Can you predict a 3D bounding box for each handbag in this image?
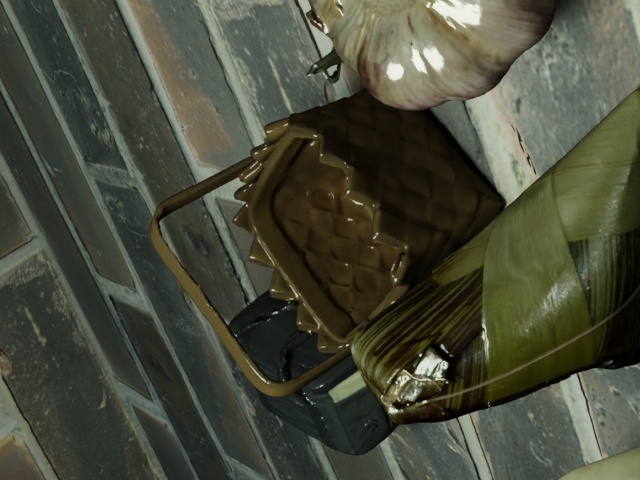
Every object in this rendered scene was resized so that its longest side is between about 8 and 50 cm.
[{"bbox_3d":[0.000,0.168,1.729,0.254,0.181,0.181,26,149,46],"label":"handbag"}]

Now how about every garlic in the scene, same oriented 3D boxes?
[{"bbox_3d":[0.105,-0.238,1.072,0.245,0.160,0.245,10,105,39],"label":"garlic"}]

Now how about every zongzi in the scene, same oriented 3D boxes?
[{"bbox_3d":[0.168,0.014,1.129,0.154,0.289,0.317,-125,22,-47],"label":"zongzi"}]

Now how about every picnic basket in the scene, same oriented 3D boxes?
[{"bbox_3d":[0.000,0.000,1.367,0.254,0.321,0.291,54,153,12],"label":"picnic basket"}]

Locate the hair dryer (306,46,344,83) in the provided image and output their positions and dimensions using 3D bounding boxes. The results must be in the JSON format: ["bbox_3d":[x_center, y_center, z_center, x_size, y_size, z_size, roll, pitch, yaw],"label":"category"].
[{"bbox_3d":[0.038,-0.229,1.192,0.067,0.199,0.167,-17,83,42],"label":"hair dryer"}]

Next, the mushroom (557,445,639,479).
[{"bbox_3d":[0.348,0.318,1.286,0.246,0.202,0.246,4,113,10],"label":"mushroom"}]
